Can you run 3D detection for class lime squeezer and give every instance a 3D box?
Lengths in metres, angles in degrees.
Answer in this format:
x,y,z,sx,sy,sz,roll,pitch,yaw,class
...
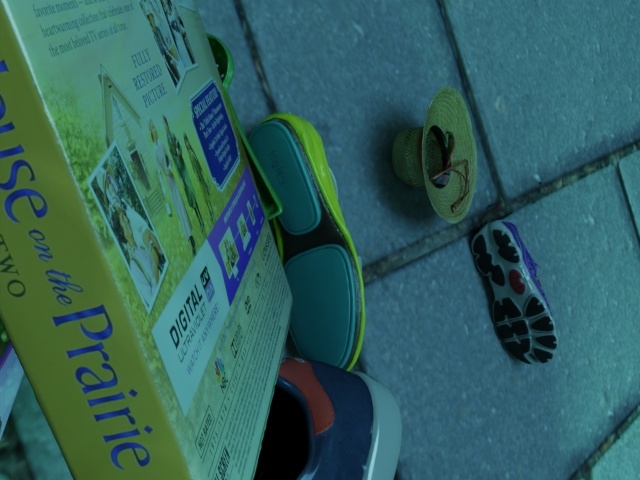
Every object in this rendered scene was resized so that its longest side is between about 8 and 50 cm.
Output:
x,y,z,sx,sy,sz,roll,pitch,yaw,class
-0.123,-0.156,0.663,0.310,0.059,0.110,56,27,-16,lime squeezer

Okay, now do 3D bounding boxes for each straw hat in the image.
x,y,z,sx,sy,sz,roll,pitch,yaw,class
0.107,-0.085,0.892,0.144,0.061,0.144,-5,96,-58,straw hat

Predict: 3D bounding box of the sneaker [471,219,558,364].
x,y,z,sx,sy,sz,roll,pitch,yaw,class
0.231,0.055,0.980,0.071,0.068,0.169,-20,93,-53,sneaker

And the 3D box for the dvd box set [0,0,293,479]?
x,y,z,sx,sy,sz,roll,pitch,yaw,class
-0.115,-0.087,0.465,0.307,0.062,0.420,-81,155,-70,dvd box set

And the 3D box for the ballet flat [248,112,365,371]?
x,y,z,sx,sy,sz,roll,pitch,yaw,class
0.000,0.000,0.754,0.077,0.077,0.230,-11,85,-64,ballet flat

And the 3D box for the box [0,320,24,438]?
x,y,z,sx,sy,sz,roll,pitch,yaw,class
-0.209,0.014,0.411,0.201,0.057,0.293,61,38,-60,box

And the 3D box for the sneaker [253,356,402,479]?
x,y,z,sx,sy,sz,roll,pitch,yaw,class
-0.041,0.247,0.612,0.148,0.131,0.349,26,56,-31,sneaker
